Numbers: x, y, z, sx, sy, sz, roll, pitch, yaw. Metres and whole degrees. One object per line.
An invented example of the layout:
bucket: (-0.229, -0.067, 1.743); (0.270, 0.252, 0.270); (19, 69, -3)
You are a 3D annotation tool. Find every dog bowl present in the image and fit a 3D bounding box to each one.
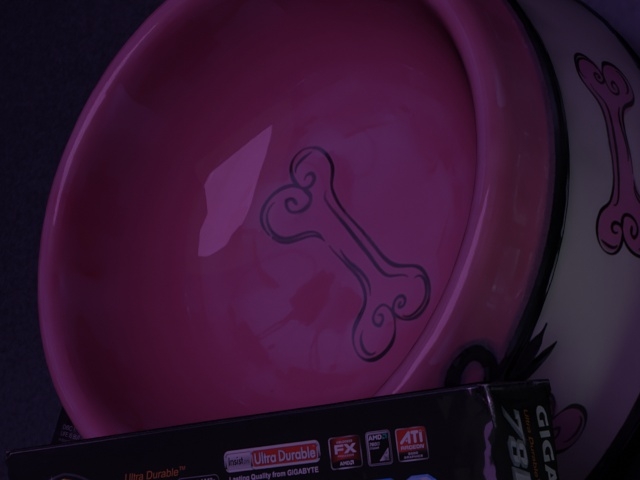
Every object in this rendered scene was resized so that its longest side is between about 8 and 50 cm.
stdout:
dog bowl: (0.000, 0.000, 0.953); (0.408, 0.150, 0.408); (-16, 63, 34)

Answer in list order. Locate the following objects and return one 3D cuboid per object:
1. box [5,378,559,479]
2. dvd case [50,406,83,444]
box: (-0.014, 0.228, 0.773); (0.295, 0.073, 0.293); (-12, 79, 32)
dvd case: (-0.138, 0.206, 1.097); (0.164, 0.018, 0.221); (8, 78, 37)
